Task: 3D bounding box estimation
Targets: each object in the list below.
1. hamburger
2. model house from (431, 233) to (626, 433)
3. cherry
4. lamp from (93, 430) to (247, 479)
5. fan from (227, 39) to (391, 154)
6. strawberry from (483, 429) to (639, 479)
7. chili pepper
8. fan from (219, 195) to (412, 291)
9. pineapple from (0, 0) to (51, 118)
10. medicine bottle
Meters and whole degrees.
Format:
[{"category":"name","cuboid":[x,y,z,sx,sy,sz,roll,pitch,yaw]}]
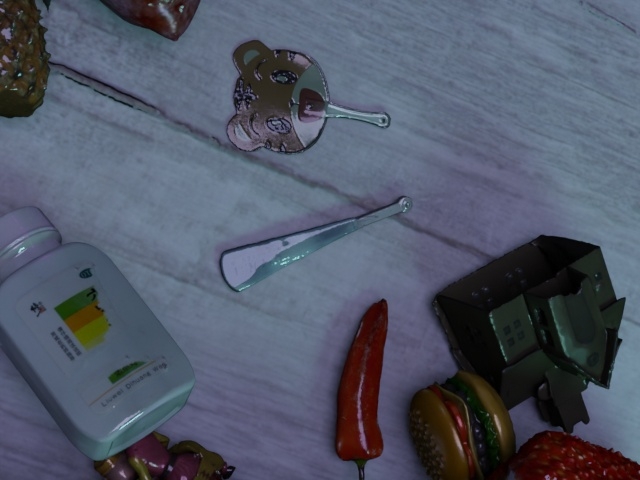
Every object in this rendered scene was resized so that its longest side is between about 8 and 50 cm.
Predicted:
[{"category":"hamburger","cuboid":[0.183,0.249,1.610,0.115,0.162,0.162,-18,90,-16]},{"category":"model house","cuboid":[0.313,0.150,1.651,0.211,0.204,0.243,-28,109,-17]},{"category":"cherry","cuboid":[-0.221,-0.366,1.539,0.175,0.192,0.250,-20,99,0]},{"category":"lamp","cuboid":[-0.196,0.295,1.518,0.253,0.118,0.118,28,77,-9]},{"category":"fan","cuboid":[-0.013,-0.182,1.671,0.226,0.008,0.153,8,81,-15]},{"category":"strawberry","cuboid":[0.307,0.394,1.552,0.312,0.267,0.351,-44,128,-3]},{"category":"chili pepper","cuboid":[0.055,0.206,1.625,0.063,0.071,0.272,0,76,23]},{"category":"fan","cuboid":[0.000,0.000,1.652,0.282,0.023,0.057,-19,89,-16]},{"category":"pineapple","cuboid":[-0.388,-0.333,1.504,0.165,0.165,0.365,7,80,-16]},{"category":"medicine bottle","cuboid":[-0.289,0.101,1.463,0.161,0.111,0.296,-30,72,-30]}]
